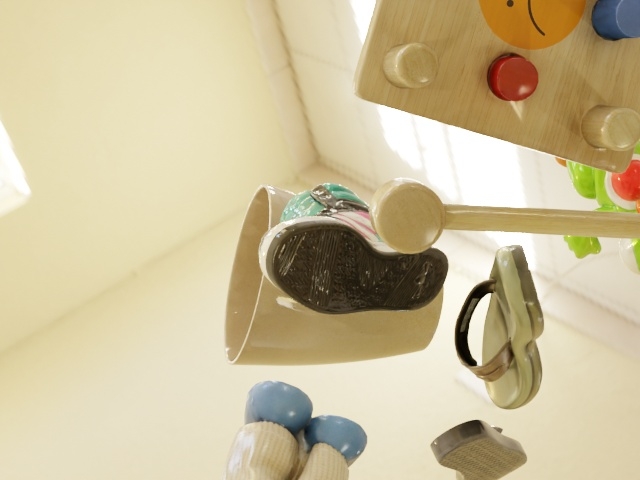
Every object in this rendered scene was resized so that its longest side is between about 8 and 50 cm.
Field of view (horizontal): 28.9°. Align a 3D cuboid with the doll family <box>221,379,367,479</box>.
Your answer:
[{"bbox_3d":[0.045,0.175,0.428,0.263,0.163,0.118,20,129,-3],"label":"doll family"}]

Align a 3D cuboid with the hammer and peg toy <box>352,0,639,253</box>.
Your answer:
[{"bbox_3d":[0.169,-0.155,1.054,0.127,0.265,0.361,-141,66,-78],"label":"hammer and peg toy"}]

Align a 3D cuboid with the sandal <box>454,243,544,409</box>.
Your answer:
[{"bbox_3d":[0.190,0.098,1.384,0.303,0.086,0.120,77,175,-59],"label":"sandal"}]

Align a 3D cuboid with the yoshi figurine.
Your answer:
[{"bbox_3d":[0.480,-0.030,1.835,0.203,0.203,0.362,-58,39,41],"label":"yoshi figurine"}]

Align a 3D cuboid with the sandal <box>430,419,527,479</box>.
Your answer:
[{"bbox_3d":[0.200,0.262,1.575,0.054,0.097,0.254,64,-175,28],"label":"sandal"}]

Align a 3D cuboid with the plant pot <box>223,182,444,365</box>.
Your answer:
[{"bbox_3d":[0.025,0.072,1.761,0.256,0.274,0.257,-168,90,-76],"label":"plant pot"}]

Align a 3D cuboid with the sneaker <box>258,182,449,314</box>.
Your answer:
[{"bbox_3d":[0.000,0.000,1.460,0.178,0.295,0.124,29,102,40],"label":"sneaker"}]
